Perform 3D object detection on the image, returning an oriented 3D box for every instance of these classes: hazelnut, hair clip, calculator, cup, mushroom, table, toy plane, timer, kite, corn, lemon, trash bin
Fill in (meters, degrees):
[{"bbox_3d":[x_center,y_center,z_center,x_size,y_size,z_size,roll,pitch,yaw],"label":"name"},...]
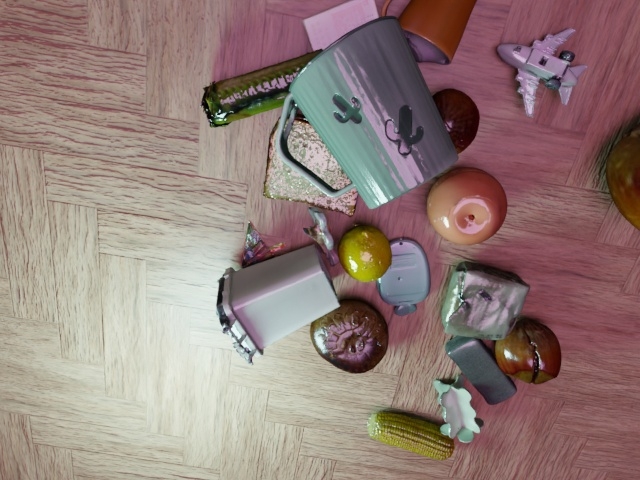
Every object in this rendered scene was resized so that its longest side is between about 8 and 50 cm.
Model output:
[{"bbox_3d":[0.728,0.389,1.452,0.212,0.181,0.181,-2,127,13],"label":"hazelnut"},{"bbox_3d":[0.007,-0.004,1.295,0.075,0.146,0.257,-35,149,-4],"label":"hair clip"},{"bbox_3d":[0.288,0.134,1.433,0.185,0.041,0.299,-6,110,4],"label":"calculator"},{"bbox_3d":[0.111,-0.297,1.079,0.401,0.310,0.392,-26,97,45],"label":"cup"},{"bbox_3d":[0.999,-0.186,1.145,0.372,0.315,0.372,-1,88,22],"label":"hazelnut"},{"bbox_3d":[0.103,0.345,1.463,0.297,0.163,0.278,28,110,-11],"label":"mushroom"},{"bbox_3d":[0.292,-0.610,1.069,0.226,0.182,0.264,29,104,0],"label":"cup"},{"bbox_3d":[0.518,0.631,1.577,0.166,0.166,0.198,-16,103,8],"label":"table"},{"bbox_3d":[0.607,-0.482,1.138,0.255,0.101,0.251,23,99,-7],"label":"toy plane"},{"bbox_3d":[0.436,-0.103,1.243,0.229,0.215,0.230,3,113,8],"label":"timer"},{"bbox_3d":[-0.206,0.043,1.429,0.183,0.014,0.241,-25,108,11],"label":"kite"},{"bbox_3d":[0.356,0.770,1.645,0.344,0.131,0.131,19,112,-5],"label":"corn"},{"bbox_3d":[0.144,0.045,1.333,0.173,0.173,0.206,-18,116,9],"label":"lemon"},{"bbox_3d":[-0.135,0.192,1.344,0.367,0.296,0.256,-23,117,3],"label":"trash bin"},{"bbox_3d":[0.356,-0.320,1.178,0.178,0.178,0.204,34,115,-11],"label":"hazelnut"}]

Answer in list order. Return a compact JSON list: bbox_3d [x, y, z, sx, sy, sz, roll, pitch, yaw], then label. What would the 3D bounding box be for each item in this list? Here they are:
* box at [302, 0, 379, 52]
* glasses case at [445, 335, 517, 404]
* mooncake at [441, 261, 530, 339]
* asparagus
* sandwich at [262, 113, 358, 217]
[{"bbox_3d":[0.066,-0.574,1.142,0.201,0.058,0.141,-17,111,8],"label":"box"},{"bbox_3d":[0.603,0.479,1.547,0.131,0.074,0.323,-36,107,14],"label":"glasses case"},{"bbox_3d":[0.550,0.210,1.406,0.254,0.136,0.250,14,111,2],"label":"mooncake"},{"bbox_3d":[-0.159,-0.427,1.173,0.382,0.108,0.128,-14,115,11],"label":"asparagus"},{"bbox_3d":[-0.016,-0.234,1.264,0.301,0.099,0.271,12,105,-2],"label":"sandwich"}]
